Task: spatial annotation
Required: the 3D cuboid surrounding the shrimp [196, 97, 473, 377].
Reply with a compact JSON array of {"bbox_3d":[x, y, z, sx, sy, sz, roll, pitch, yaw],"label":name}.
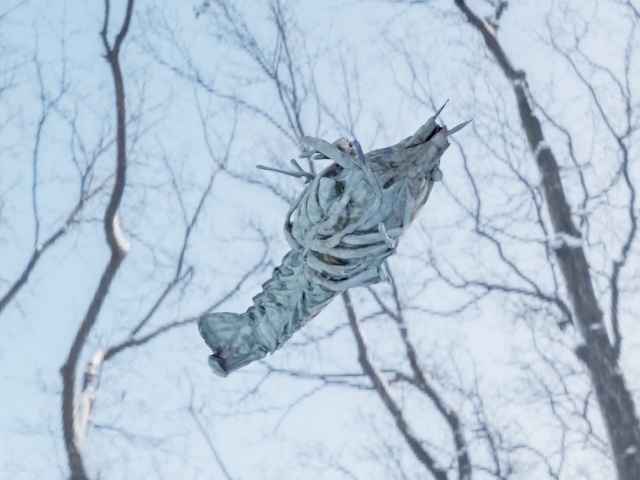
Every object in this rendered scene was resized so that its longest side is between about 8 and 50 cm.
[{"bbox_3d":[0.005,-0.002,1.224,0.166,0.221,0.411,-1,-42,-39],"label":"shrimp"}]
